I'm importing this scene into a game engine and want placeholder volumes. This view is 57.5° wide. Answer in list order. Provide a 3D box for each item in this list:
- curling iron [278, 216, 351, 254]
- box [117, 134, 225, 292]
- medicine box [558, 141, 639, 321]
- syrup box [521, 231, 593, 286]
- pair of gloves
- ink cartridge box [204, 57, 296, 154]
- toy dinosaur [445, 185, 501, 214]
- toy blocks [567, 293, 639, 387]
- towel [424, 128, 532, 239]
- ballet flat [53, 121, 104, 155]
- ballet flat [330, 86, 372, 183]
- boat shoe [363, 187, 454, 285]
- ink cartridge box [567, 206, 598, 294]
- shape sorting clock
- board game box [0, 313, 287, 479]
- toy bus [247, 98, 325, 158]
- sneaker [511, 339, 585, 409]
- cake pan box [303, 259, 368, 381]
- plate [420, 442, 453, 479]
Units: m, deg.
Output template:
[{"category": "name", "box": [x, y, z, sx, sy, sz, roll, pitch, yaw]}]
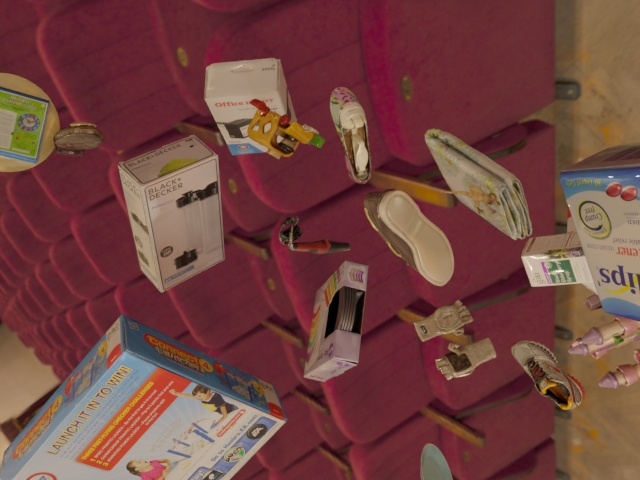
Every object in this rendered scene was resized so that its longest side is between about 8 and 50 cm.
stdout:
[{"category": "curling iron", "box": [0.000, 0.000, 1.211, 0.035, 0.274, 0.068, -3, 81, 31]}, {"category": "box", "box": [-0.291, -0.049, 1.177, 0.087, 0.169, 0.290, 40, 143, 31]}, {"category": "medicine box", "box": [0.572, -0.013, 0.955, 0.289, 0.149, 0.263, 68, 167, -9]}, {"category": "syrup box", "box": [0.611, 0.040, 1.378, 0.237, 0.096, 0.093, -9, 115, 39]}, {"category": "pair of gloves", "box": [0.457, 0.341, 1.987, 0.240, 0.204, 0.042, 59, 172, 16]}, {"category": "ink cartridge box", "box": [-0.207, -0.406, 1.811, 0.223, 0.129, 0.307, -4, 156, 6]}, {"category": "toy dinosaur", "box": [0.446, -0.122, 1.641, 0.092, 0.053, 0.183, 46, 165, -30]}, {"category": "toy blocks", "box": [0.857, 0.281, 1.761, 0.288, 0.260, 0.309, 61, -171, -62]}, {"category": "towel", "box": [0.517, -0.187, 1.896, 0.374, 0.090, 0.320, 46, 177, 42]}, {"category": "ballet flat", "box": [-0.476, -0.205, 1.138, 0.250, 0.084, 0.058, 1, 87, 62]}, {"category": "ballet flat", "box": [0.078, -0.231, 1.294, 0.079, 0.077, 0.221, -134, 28, -71]}, {"category": "boat shoe", "box": [0.222, -0.006, 1.444, 0.097, 0.116, 0.324, 14, 154, 53]}, {"category": "ink cartridge box", "box": [0.814, -0.031, 1.620, 0.131, 0.306, 0.226, 35, 135, -11]}, {"category": "shape sorting clock", "box": [-0.658, -0.246, 1.220, 0.040, 0.206, 0.206, 9, 131, 59]}, {"category": "board game box", "box": [-0.266, 0.304, 0.902, 0.302, 0.308, 0.086, 36, -168, -34]}, {"category": "toy bus", "box": [-0.100, -0.262, 1.477, 0.191, 0.104, 0.202, 29, -175, 4]}, {"category": "sneaker", "box": [0.614, 0.363, 1.586, 0.225, 0.093, 0.088, 44, 125, 22]}, {"category": "cake pan box", "box": [0.038, 0.204, 1.435, 0.070, 0.245, 0.267, 13, 156, -13]}, {"category": "plate", "box": [0.303, 0.633, 1.534, 0.024, 0.188, 0.188, -25, 104, 26]}]
